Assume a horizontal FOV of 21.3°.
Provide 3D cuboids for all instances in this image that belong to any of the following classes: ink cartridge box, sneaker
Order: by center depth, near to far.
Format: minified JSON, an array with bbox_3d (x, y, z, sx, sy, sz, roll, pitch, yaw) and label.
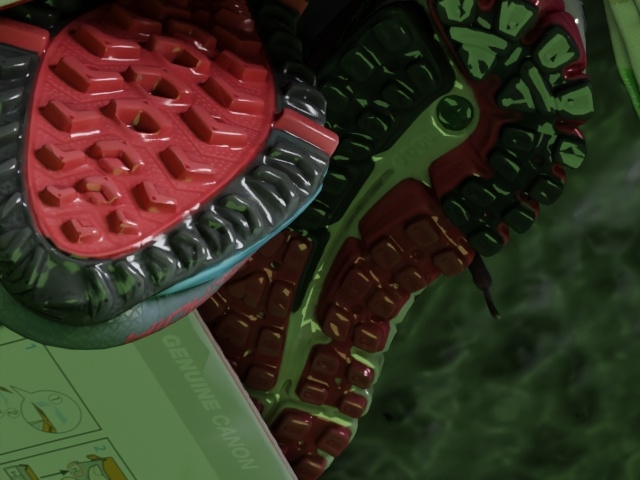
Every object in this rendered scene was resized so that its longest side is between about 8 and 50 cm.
[{"bbox_3d":[-0.060,-0.022,0.547,0.104,0.262,0.125,22,117,-6],"label":"sneaker"},{"bbox_3d":[0.000,0.000,0.675,0.121,0.112,0.299,40,120,-14],"label":"sneaker"},{"bbox_3d":[-0.115,0.137,0.720,0.261,0.066,0.296,-18,126,13],"label":"ink cartridge box"}]

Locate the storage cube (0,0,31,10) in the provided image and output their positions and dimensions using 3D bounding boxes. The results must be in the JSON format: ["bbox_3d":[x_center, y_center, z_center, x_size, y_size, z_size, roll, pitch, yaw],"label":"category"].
[{"bbox_3d":[-0.079,-0.190,0.478,0.183,0.193,0.215,-16,123,-4],"label":"storage cube"}]

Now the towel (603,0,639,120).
[{"bbox_3d":[0.184,-0.127,0.482,0.247,0.038,0.325,-22,139,10],"label":"towel"}]
